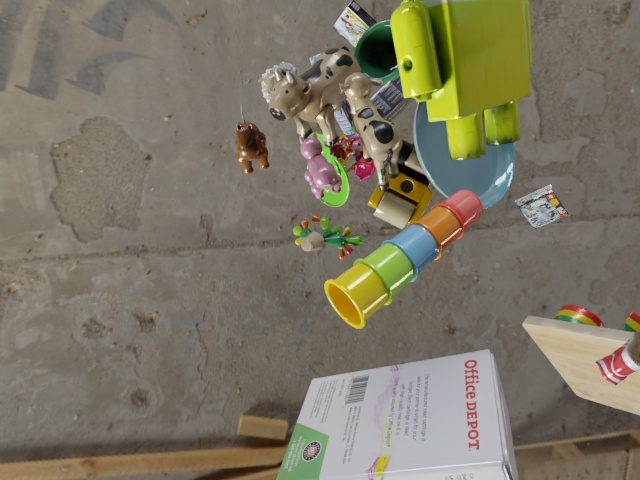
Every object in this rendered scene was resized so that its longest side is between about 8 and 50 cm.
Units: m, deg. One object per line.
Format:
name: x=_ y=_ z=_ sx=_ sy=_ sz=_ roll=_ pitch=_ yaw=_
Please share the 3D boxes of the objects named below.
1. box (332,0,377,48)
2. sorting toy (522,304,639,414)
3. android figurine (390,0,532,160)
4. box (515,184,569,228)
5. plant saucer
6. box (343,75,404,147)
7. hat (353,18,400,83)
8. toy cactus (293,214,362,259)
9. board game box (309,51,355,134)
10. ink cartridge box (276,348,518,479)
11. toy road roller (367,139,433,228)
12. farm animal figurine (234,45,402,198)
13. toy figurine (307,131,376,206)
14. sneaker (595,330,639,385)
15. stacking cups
box: x=0.144 y=-0.617 z=1.511 sx=0.207 sy=0.114 sz=0.036 roll=39 pitch=68 yaw=-11
sorting toy: x=0.578 y=0.228 z=0.964 sx=0.255 sy=0.257 sz=0.089 roll=48 pitch=70 yaw=-19
android figurine: x=0.177 y=-0.239 z=0.576 sx=0.248 sy=0.056 sz=0.273 roll=-26 pitch=111 yaw=-36
box: x=0.576 y=-0.085 z=1.288 sx=0.093 sy=0.027 sz=0.137 roll=-28 pitch=141 yaw=29
plant saucer: x=0.332 y=-0.225 z=1.160 sx=0.317 sy=0.043 sz=0.318 roll=6 pitch=78 yaw=-29
box: x=0.271 y=-0.530 z=1.883 sx=0.097 sy=0.318 sz=0.395 roll=44 pitch=75 yaw=3
hat: x=0.220 y=-0.530 z=1.446 sx=0.208 sy=0.183 sz=0.173 roll=-40 pitch=73 yaw=22
toy cactus: x=0.000 y=0.000 z=1.387 sx=0.218 sy=0.180 sz=0.112 roll=22 pitch=113 yaw=23
board game box: x=0.034 y=-0.431 z=1.427 sx=0.060 sy=0.194 sz=0.194 roll=-15 pitch=149 yaw=18
ink cartridge box: x=0.108 y=0.269 z=0.658 sx=0.277 sy=0.201 sz=0.117 roll=-15 pitch=110 yaw=20
toy road roller: x=0.338 y=-0.220 z=1.962 sx=0.202 sy=0.240 sz=0.330 roll=28 pitch=95 yaw=2
farm animal figurine: x=0.000 y=-0.241 z=0.884 sx=0.329 sy=0.327 sz=0.172 roll=6 pitch=139 yaw=19
toy figurine: x=0.062 y=-0.187 z=1.141 sx=0.159 sy=0.130 sz=0.173 roll=-31 pitch=111 yaw=-36
sneaker: x=0.455 y=0.176 z=0.739 sx=0.118 sy=0.042 sz=0.067 roll=-9 pitch=145 yaw=-43
stacking cups: x=0.152 y=0.020 z=0.850 sx=0.316 sy=0.096 sz=0.096 roll=-35 pitch=111 yaw=-24
